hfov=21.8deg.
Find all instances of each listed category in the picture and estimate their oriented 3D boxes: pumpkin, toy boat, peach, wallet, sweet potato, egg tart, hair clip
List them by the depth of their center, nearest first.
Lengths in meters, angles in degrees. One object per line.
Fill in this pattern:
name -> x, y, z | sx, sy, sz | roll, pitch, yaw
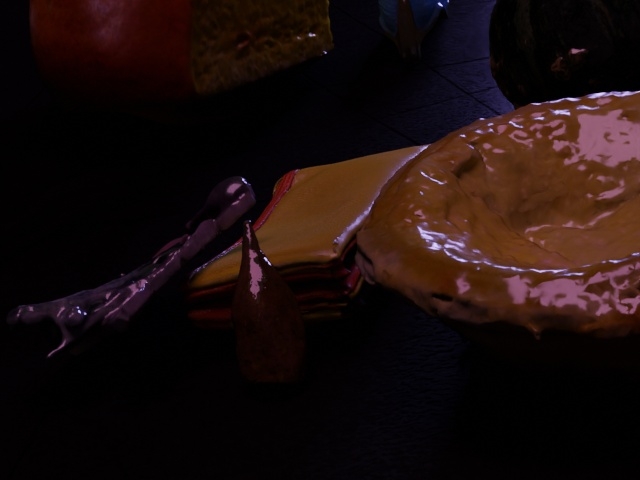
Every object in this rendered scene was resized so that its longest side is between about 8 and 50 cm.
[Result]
egg tart -> 0.175, 0.003, 1.053 | 0.314, 0.120, 0.315 | -13, 24, 6
sweet potato -> -0.038, 0.042, 1.106 | 0.049, 0.117, 0.049 | -11, -11, -2
hair clip -> -0.138, 0.033, 1.187 | 0.187, 0.056, 0.146 | -32, -1, -37
wallet -> 0.000, 0.000, 1.237 | 0.141, 0.067, 0.241 | -10, 18, 25
pumpkin -> 0.229, -0.179, 1.407 | 0.190, 0.146, 0.190 | -17, -1, 0
peach -> -0.152, -0.258, 1.689 | 0.306, 0.243, 0.380 | -17, 23, -21
toy boat -> 0.099, -0.236, 1.733 | 0.075, 0.077, 0.185 | -10, 14, 10
